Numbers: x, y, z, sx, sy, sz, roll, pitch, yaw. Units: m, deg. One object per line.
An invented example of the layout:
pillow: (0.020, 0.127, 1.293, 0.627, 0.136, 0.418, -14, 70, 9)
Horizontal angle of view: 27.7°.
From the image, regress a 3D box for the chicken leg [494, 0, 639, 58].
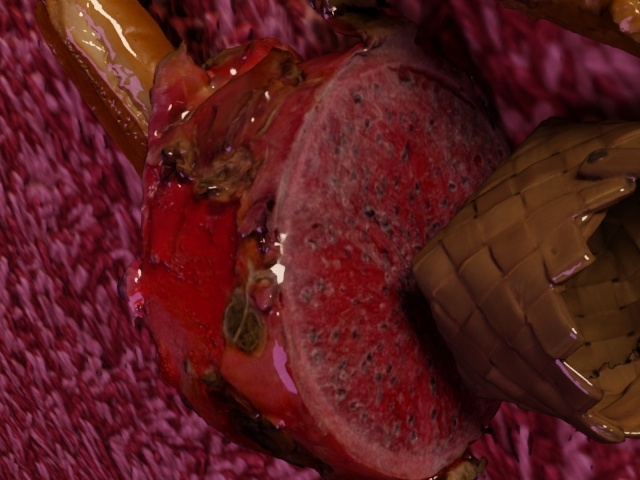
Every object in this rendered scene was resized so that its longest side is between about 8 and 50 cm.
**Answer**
chicken leg: (0.117, -0.111, 0.498, 0.207, 0.085, 0.101, 38, 133, -1)

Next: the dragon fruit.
dragon fruit: (0.000, 0.000, 0.641, 0.147, 0.211, 0.282, -8, 92, 44)

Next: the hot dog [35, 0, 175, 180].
hot dog: (-0.087, -0.063, 0.782, 0.236, 0.062, 0.092, 57, 161, -22)

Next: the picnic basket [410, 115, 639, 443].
picnic basket: (0.142, 0.018, 0.535, 0.178, 0.138, 0.128, 13, 139, 44)
